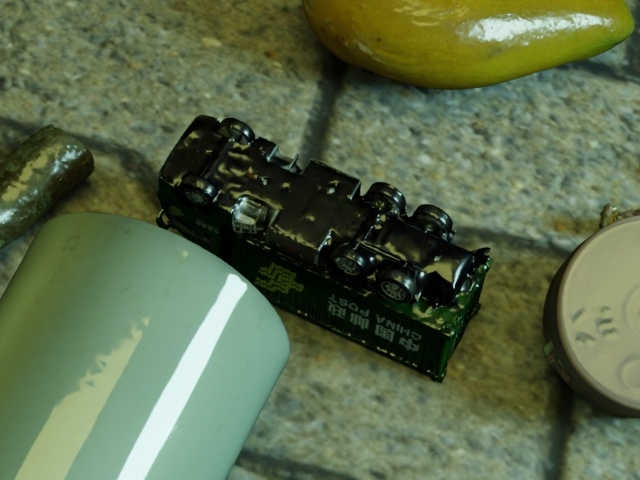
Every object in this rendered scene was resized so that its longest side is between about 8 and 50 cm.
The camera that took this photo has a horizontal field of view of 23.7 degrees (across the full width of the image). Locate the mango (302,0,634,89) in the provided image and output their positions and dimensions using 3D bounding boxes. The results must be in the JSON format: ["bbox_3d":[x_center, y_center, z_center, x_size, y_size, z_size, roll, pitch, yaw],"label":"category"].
[{"bbox_3d":[0.119,-0.210,1.338,0.317,0.119,0.176,2,49,-8],"label":"mango"}]

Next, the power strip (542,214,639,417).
[{"bbox_3d":[0.246,0.060,1.166,0.154,0.078,0.154,0,80,-2],"label":"power strip"}]

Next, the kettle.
[{"bbox_3d":[-0.199,0.153,1.039,0.265,0.205,0.318,21,61,7],"label":"kettle"}]

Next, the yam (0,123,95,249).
[{"bbox_3d":[-0.288,0.001,1.213,0.061,0.061,0.253,38,64,19],"label":"yam"}]

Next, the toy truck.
[{"bbox_3d":[0.000,0.000,1.193,0.259,0.121,0.088,25,60,12],"label":"toy truck"}]

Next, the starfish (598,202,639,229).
[{"bbox_3d":[0.335,-0.006,1.269,0.210,0.053,0.150,-16,72,-18],"label":"starfish"}]
